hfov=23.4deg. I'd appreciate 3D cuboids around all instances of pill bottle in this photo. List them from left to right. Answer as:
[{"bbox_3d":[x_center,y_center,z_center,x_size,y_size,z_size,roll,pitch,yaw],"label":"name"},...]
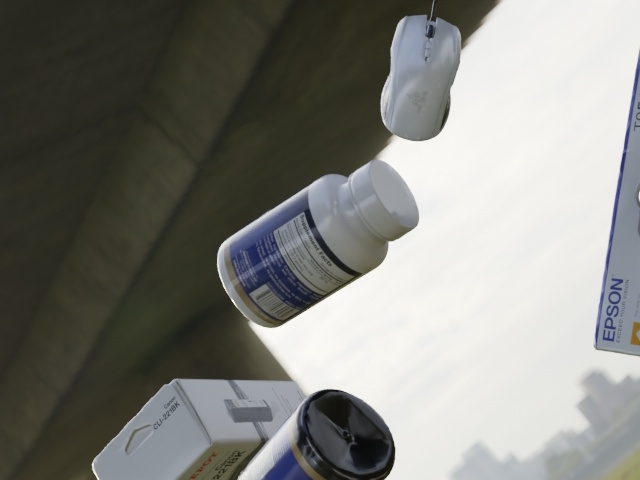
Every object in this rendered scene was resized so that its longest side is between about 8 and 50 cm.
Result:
[{"bbox_3d":[-0.020,0.270,1.706,0.123,0.123,0.219,-25,-21,-48],"label":"pill bottle"},{"bbox_3d":[0.000,0.000,1.352,0.169,0.094,0.094,-32,-8,27],"label":"pill bottle"}]

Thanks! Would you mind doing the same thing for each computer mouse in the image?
[{"bbox_3d":[0.106,-0.187,1.494,0.042,0.106,0.193,106,174,-68],"label":"computer mouse"}]

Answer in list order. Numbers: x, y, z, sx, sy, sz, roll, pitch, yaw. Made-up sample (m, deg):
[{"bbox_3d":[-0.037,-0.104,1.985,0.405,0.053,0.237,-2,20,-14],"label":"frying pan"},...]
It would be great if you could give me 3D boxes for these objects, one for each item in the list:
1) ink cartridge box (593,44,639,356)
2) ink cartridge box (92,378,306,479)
[{"bbox_3d":[0.425,-0.031,1.435,0.071,0.324,0.330,10,-1,-41],"label":"ink cartridge box"},{"bbox_3d":[-0.149,0.294,2.142,0.197,0.114,0.273,-46,-30,23],"label":"ink cartridge box"}]
